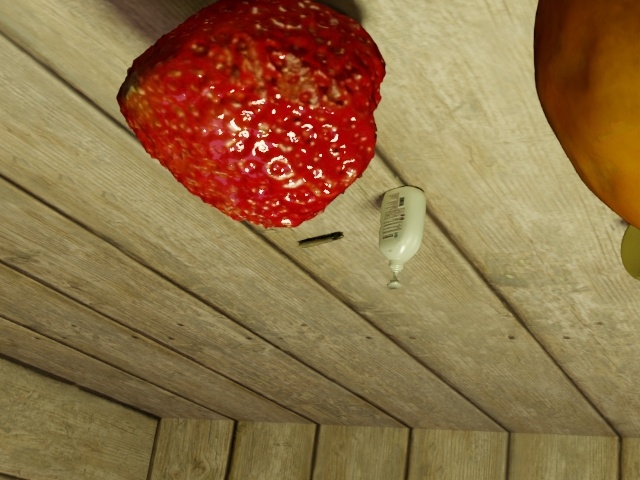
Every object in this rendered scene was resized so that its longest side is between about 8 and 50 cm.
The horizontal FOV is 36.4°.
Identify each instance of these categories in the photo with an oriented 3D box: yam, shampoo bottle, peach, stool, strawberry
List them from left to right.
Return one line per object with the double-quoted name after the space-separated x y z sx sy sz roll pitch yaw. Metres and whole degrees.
-0.079 -0.140 1.018 0.277 0.257 0.257 9 162 -36 "strawberry"
0.000 0.000 1.673 0.107 0.014 0.014 -13 151 44 "yam"
0.117 -0.002 1.433 0.045 0.151 0.077 26 152 -37 "shampoo bottle"
0.509 0.018 1.400 0.110 0.135 0.134 19 -159 -33 "stool"
0.331 -0.159 0.743 0.301 0.343 0.343 55 150 -1 "peach"
